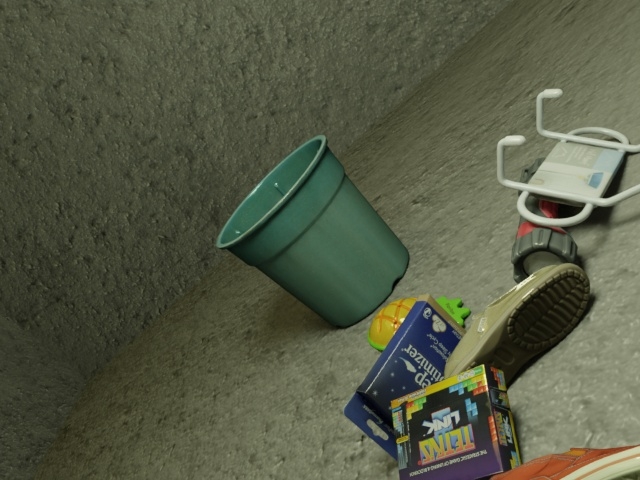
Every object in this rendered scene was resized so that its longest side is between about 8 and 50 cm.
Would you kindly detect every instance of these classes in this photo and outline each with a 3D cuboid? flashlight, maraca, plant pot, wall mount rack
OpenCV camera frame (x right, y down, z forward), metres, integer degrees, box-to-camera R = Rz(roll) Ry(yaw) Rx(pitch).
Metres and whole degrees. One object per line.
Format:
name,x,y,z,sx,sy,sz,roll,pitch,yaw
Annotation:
flashlight,0.384,-0.038,1.181,0.103,0.103,0.304,-39,12,39
maraca,0.172,0.147,1.256,0.185,0.099,0.127,-20,26,-2
plant pot,0.000,0.000,1.604,0.341,0.334,0.341,-41,16,15
wall mount rack,0.462,-0.146,1.128,0.304,0.130,0.350,14,39,30

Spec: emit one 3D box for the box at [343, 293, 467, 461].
box,0.146,0.212,1.081,0.225,0.136,0.036,-53,18,-20

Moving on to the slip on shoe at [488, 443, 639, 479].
slip on shoe,0.281,0.248,0.706,0.331,0.123,0.101,-39,13,40

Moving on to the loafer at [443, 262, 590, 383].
loafer,0.272,0.128,1.031,0.268,0.102,0.092,-45,22,6

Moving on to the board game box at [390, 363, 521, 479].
board game box,0.176,0.261,0.946,0.170,0.048,0.141,-34,46,38
